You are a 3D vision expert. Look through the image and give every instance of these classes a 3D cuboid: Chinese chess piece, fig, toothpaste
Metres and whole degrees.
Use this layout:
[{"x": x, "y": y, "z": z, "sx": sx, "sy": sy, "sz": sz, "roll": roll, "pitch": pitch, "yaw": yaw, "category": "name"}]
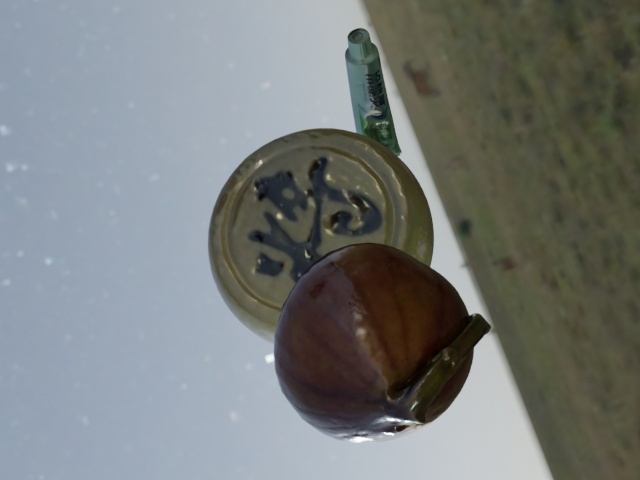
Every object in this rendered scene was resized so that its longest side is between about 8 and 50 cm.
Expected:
[{"x": 0.000, "y": 0.000, "z": 1.624, "sx": 0.104, "sy": 0.257, "sz": 0.257, "roll": 51, "pitch": -162, "yaw": -68, "category": "Chinese chess piece"}, {"x": 0.057, "y": 0.101, "z": 1.341, "sx": 0.205, "sy": 0.205, "sz": 0.205, "roll": -21, "pitch": -90, "yaw": -85, "category": "fig"}, {"x": 0.075, "y": -0.202, "z": 2.142, "sx": 0.048, "sy": 0.075, "sz": 0.297, "roll": 54, "pitch": 167, "yaw": 34, "category": "toothpaste"}]
